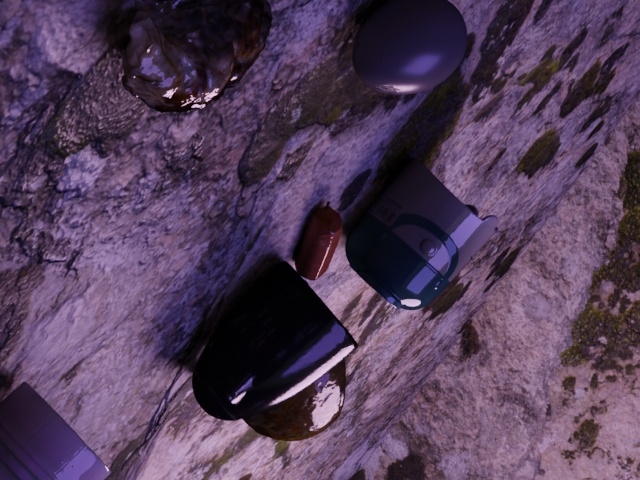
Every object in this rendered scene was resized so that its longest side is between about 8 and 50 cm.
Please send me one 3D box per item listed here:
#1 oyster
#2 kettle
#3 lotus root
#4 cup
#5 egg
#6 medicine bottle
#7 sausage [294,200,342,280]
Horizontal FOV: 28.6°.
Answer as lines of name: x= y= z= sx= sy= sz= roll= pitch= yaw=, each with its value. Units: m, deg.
oyster: x=-0.140 y=-0.227 z=1.514 sx=0.271 sy=0.100 sz=0.275 roll=-56 pitch=161 yaw=-29
kettle: x=-0.105 y=0.203 z=2.280 sx=0.290 sy=0.207 sz=0.268 roll=-42 pitch=-172 yaw=-2
lotus root: x=-0.068 y=0.318 z=2.585 sx=0.142 sy=0.210 sz=0.314 roll=-45 pitch=150 yaw=-45
cup: x=0.182 y=-0.010 z=2.468 sx=0.257 sy=0.219 sz=0.290 roll=-48 pitch=-168 yaw=1
egg: x=0.134 y=-0.295 z=1.889 sx=0.198 sy=0.146 sz=0.146 roll=-26 pitch=151 yaw=-33
medicine bottle: x=-0.492 y=0.392 z=1.745 sx=0.378 sy=0.213 sz=0.213 roll=-44 pitch=160 yaw=-15
sausage: x=0.000 y=0.001 z=2.286 sx=0.065 sy=0.065 sz=0.169 roll=-34 pitch=158 yaw=-35
